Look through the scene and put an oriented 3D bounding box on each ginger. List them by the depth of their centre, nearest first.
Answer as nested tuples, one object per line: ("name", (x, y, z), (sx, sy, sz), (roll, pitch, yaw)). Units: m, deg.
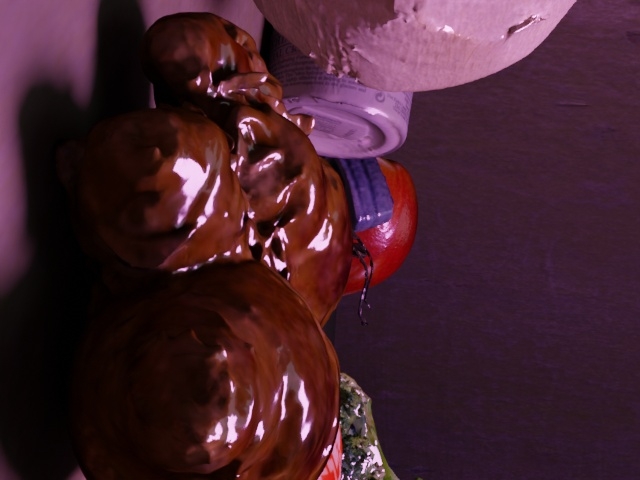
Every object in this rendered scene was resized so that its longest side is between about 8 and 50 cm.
("ginger", (-0.058, 0.022, 0.646), (0.357, 0.152, 0.274), (-81, 175, -55))

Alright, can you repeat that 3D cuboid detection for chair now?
("chair", (0.000, 0.000, 1.550), (0.174, 0.149, 0.213), (-48, 140, -81))

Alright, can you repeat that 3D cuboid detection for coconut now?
("coconut", (0.081, -0.306, 0.879), (0.360, 0.346, 0.346), (85, 11, -77))

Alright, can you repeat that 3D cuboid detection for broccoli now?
("broccoli", (0.007, 0.285, 1.259), (0.265, 0.245, 0.294), (-66, -169, -21))

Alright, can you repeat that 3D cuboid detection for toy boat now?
("toy boat", (0.036, -0.095, 1.725), (0.283, 0.078, 0.127), (-123, -145, -56))

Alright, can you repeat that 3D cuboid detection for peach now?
("peach", (0.053, -0.025, 1.985), (0.248, 0.245, 0.275), (18, 88, -57))

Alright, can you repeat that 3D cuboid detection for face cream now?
("face cream", (0.023, -0.193, 1.291), (0.177, 0.177, 0.153), (84, 15, -72))

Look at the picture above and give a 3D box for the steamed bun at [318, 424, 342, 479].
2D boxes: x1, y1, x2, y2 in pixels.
("steamed bun", (-0.051, 0.200, 1.040), (0.232, 0.145, 0.232), (6, 90, -86))
